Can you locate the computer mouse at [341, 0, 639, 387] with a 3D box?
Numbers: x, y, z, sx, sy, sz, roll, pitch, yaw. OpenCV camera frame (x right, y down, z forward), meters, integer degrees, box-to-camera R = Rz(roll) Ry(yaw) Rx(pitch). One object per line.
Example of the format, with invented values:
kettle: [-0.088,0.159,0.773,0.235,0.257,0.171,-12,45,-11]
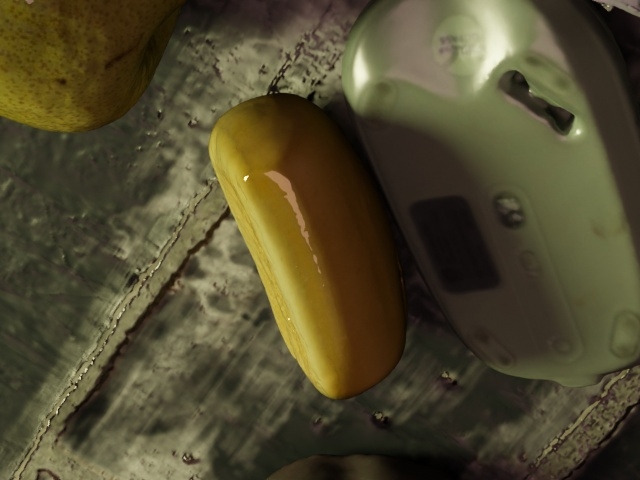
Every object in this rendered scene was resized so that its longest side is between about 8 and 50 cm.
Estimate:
computer mouse: [0.135,-0.045,1.224,0.197,0.095,0.331,-3,124,29]

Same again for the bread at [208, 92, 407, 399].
bread: [0.000,0.000,1.249,0.098,0.147,0.217,-24,115,-5]

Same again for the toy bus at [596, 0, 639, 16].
toy bus: [0.310,-0.149,1.116,0.317,0.138,0.112,19,116,0]

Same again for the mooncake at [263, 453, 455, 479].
mooncake: [0.036,0.282,1.383,0.245,0.133,0.245,1,117,2]

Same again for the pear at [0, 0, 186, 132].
pear: [-0.186,-0.186,1.163,0.211,0.188,0.228,28,119,-6]
